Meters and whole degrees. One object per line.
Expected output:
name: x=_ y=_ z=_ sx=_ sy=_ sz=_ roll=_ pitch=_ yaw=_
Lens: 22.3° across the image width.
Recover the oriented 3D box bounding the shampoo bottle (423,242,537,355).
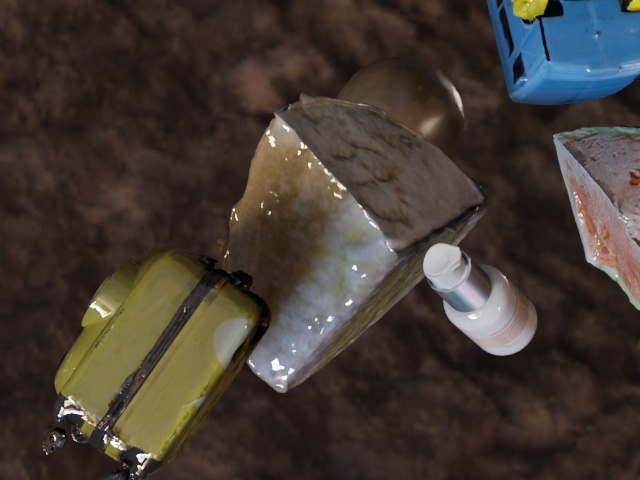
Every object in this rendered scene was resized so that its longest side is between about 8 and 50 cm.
shampoo bottle: x=0.157 y=0.057 z=1.652 sx=0.074 sy=0.074 sz=0.192 roll=38 pitch=180 yaw=38

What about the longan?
longan: x=0.096 y=-0.153 z=2.062 sx=0.189 sy=0.189 sz=0.189 roll=10 pitch=-151 yaw=-5

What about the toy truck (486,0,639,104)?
toy truck: x=0.263 y=-0.337 z=1.840 sx=0.161 sy=0.162 sz=0.385 roll=-6 pitch=-111 yaw=-13

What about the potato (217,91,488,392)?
potato: x=0.008 y=-0.005 z=1.738 sx=0.211 sy=0.264 sz=0.189 roll=44 pitch=-149 yaw=11

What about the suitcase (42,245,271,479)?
suitcase: x=-0.159 y=0.112 z=1.538 sx=0.143 sy=0.235 sz=0.194 roll=35 pitch=179 yaw=4

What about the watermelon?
watermelon: x=0.423 y=-0.031 z=2.096 sx=0.180 sy=0.224 sz=0.305 roll=16 pitch=-151 yaw=-43
